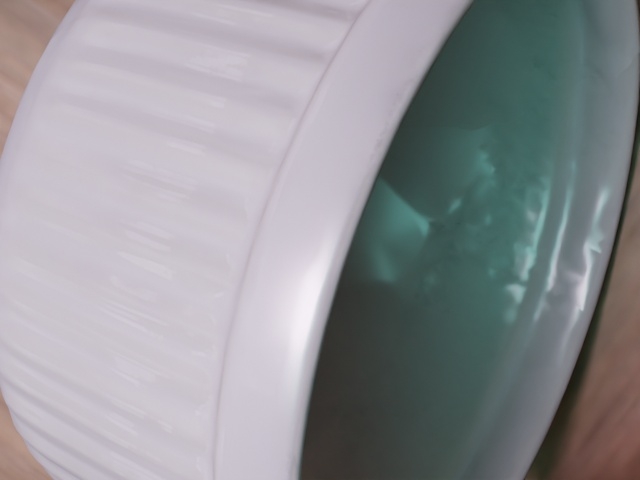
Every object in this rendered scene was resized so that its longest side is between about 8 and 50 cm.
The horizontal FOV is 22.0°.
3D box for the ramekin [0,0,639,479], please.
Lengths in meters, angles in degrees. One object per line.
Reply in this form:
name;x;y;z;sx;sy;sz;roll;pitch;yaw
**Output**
ramekin;0.000;0.000;0.461;0.109;0.207;0.207;18;113;25
